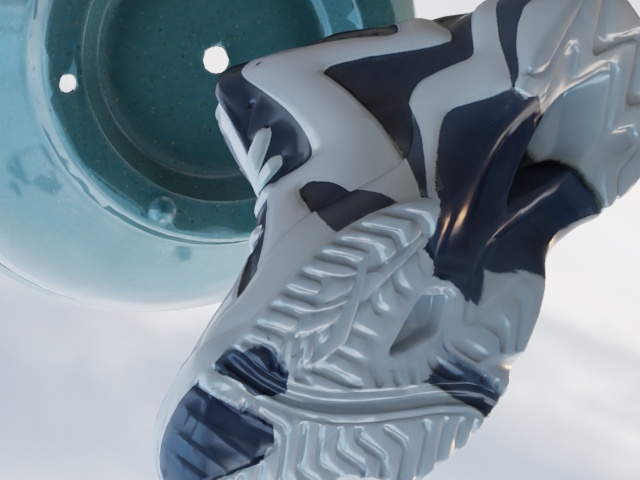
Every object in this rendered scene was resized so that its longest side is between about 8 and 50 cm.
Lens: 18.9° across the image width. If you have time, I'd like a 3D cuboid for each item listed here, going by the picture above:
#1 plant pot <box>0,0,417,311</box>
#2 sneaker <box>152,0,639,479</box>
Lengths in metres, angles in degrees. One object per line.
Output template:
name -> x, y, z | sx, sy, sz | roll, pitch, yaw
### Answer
plant pot -> -0.071, -0.095, 0.972 | 0.293, 0.293, 0.196 | 17, -179, -20
sneaker -> 0.000, 0.000, 0.664 | 0.153, 0.235, 0.094 | 4, 142, 52
